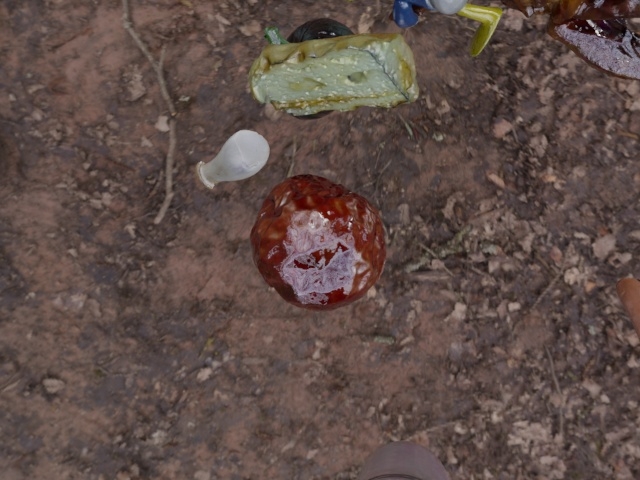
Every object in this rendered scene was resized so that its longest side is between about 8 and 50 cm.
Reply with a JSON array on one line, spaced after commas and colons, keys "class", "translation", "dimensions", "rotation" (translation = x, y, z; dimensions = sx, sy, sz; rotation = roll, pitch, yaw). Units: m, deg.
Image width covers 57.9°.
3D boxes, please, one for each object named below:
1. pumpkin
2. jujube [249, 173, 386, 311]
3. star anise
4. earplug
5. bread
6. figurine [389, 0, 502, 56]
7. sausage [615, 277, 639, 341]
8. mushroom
[{"class": "pumpkin", "translation": [-0.036, -0.420, 1.371], "dimensions": [0.248, 0.248, 0.247], "rotation": [3, 113, 7]}, {"class": "jujube", "translation": [0.000, 0.000, 0.902], "dimensions": [0.213, 0.232, 0.212], "rotation": [-2, 109, -6]}, {"class": "star anise", "translation": [0.157, -0.190, 0.387], "dimensions": [0.053, 0.157, 0.212], "rotation": [-45, 65, 2]}, {"class": "earplug", "translation": [0.113, 0.350, 0.769], "dimensions": [0.173, 0.301, 0.172], "rotation": [0, 88, 11]}, {"class": "bread", "translation": [0.011, -0.228, 0.777], "dimensions": [0.232, 0.128, 0.087], "rotation": [2, 73, 35]}, {"class": "figurine", "translation": [0.165, -0.499, 1.069], "dimensions": [0.339, 0.283, 0.204], "rotation": [17, 106, -13]}, {"class": "sausage", "translation": [0.432, 0.127, 0.754], "dimensions": [0.043, 0.186, 0.043], "rotation": [-1, 142, -1]}, {"class": "mushroom", "translation": [-0.235, -0.207, 1.549], "dimensions": [0.225, 0.093, 0.116], "rotation": [-28, 106, 40]}]
